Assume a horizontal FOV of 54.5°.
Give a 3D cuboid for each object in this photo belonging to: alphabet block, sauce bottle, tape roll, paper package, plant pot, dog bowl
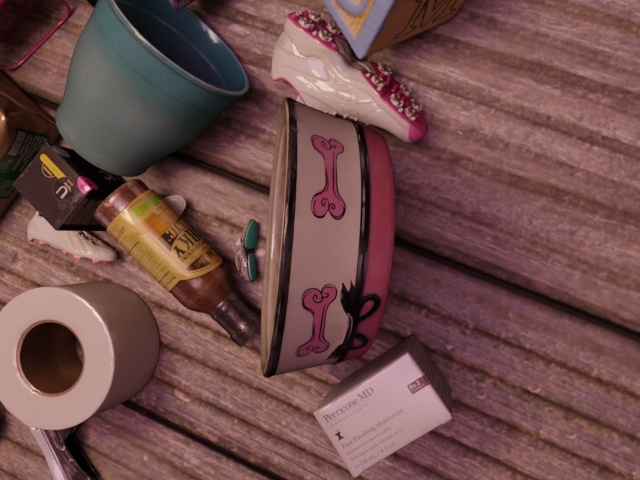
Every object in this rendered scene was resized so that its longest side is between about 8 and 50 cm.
[{"bbox_3d":[0.118,-0.435,0.962,0.197,0.193,0.192,-28,85,-19],"label":"alphabet block"},{"bbox_3d":[-0.238,0.043,1.098,0.111,0.111,0.344,-44,96,9],"label":"sauce bottle"},{"bbox_3d":[-0.439,0.198,1.123,0.246,0.169,0.246,0,91,12],"label":"tape roll"},{"bbox_3d":[-0.721,-0.187,1.178,0.309,0.168,0.325,41,100,7],"label":"paper package"},{"bbox_3d":[-0.306,-0.255,1.062,0.271,0.272,0.255,49,114,8],"label":"plant pot"},{"bbox_3d":[0.000,0.000,0.932,0.150,0.408,0.407,5,91,-8],"label":"dog bowl"}]

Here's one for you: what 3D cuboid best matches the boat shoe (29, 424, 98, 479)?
[{"bbox_3d":[-0.491,0.372,1.185,0.076,0.080,0.228,-25,82,-7],"label":"boat shoe"}]

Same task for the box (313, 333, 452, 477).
[{"bbox_3d":[0.106,0.258,1.002,0.181,0.182,0.119,-35,84,10],"label":"box"}]

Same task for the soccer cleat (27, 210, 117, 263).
[{"bbox_3d":[-0.473,-0.009,1.185,0.196,0.068,0.076,18,91,14],"label":"soccer cleat"}]

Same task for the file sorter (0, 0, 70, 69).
[{"bbox_3d":[-0.650,-0.496,1.162,0.202,0.182,0.290,-40,83,8],"label":"file sorter"}]

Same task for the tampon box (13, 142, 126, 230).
[{"bbox_3d":[-0.439,-0.091,1.127,0.120,0.161,0.101,43,98,8],"label":"tampon box"}]

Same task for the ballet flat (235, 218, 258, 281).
[{"bbox_3d":[-0.137,0.018,1.128,0.041,0.041,0.114,1,89,12],"label":"ballet flat"}]

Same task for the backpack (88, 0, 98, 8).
[{"bbox_3d":[-0.382,-0.473,1.136,0.182,0.152,0.115,28,90,23],"label":"backpack"}]

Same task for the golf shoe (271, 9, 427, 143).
[{"bbox_3d":[0.044,-0.256,1.069,0.306,0.115,0.140,42,123,6],"label":"golf shoe"}]

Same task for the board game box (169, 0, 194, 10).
[{"bbox_3d":[-0.167,-0.535,1.033,0.275,0.144,0.142,-35,83,-14],"label":"board game box"}]

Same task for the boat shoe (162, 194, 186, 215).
[{"bbox_3d":[-0.300,-0.044,1.161,0.125,0.038,0.046,-39,98,11],"label":"boat shoe"}]
